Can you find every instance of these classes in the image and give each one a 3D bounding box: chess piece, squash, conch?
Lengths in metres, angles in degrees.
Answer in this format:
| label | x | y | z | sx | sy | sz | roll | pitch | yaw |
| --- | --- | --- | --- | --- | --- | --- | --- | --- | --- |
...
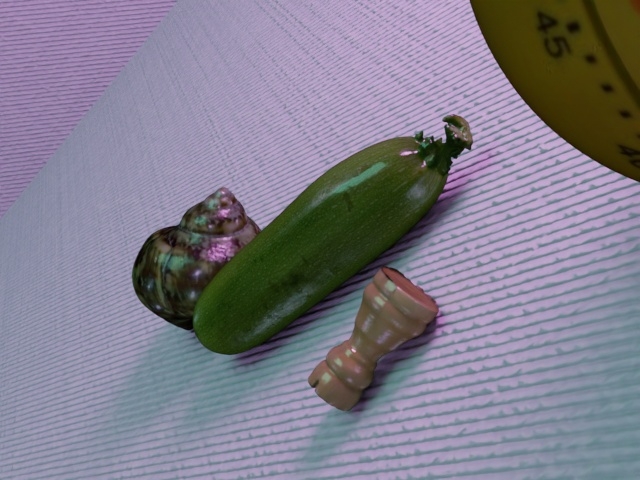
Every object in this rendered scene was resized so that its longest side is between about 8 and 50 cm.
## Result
| label | x | y | z | sx | sy | sz | roll | pitch | yaw |
| --- | --- | --- | --- | --- | --- | --- | --- | --- | --- |
| chess piece | 0.043 | 0.088 | 0.881 | 0.122 | 0.066 | 0.066 | -54 | 25 | 12 |
| squash | 0.000 | 0.000 | 1.018 | 0.378 | 0.101 | 0.101 | -37 | 30 | 27 |
| conch | -0.142 | 0.022 | 1.199 | 0.181 | 0.124 | 0.187 | -39 | 18 | 16 |

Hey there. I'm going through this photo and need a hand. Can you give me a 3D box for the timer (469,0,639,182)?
| label | x | y | z | sx | sy | sz | roll | pitch | yaw |
| --- | --- | --- | --- | --- | --- | --- | --- | --- | --- |
| timer | 0.273 | -0.194 | 0.534 | 0.387 | 0.376 | 0.376 | -13 | 46 | 53 |
